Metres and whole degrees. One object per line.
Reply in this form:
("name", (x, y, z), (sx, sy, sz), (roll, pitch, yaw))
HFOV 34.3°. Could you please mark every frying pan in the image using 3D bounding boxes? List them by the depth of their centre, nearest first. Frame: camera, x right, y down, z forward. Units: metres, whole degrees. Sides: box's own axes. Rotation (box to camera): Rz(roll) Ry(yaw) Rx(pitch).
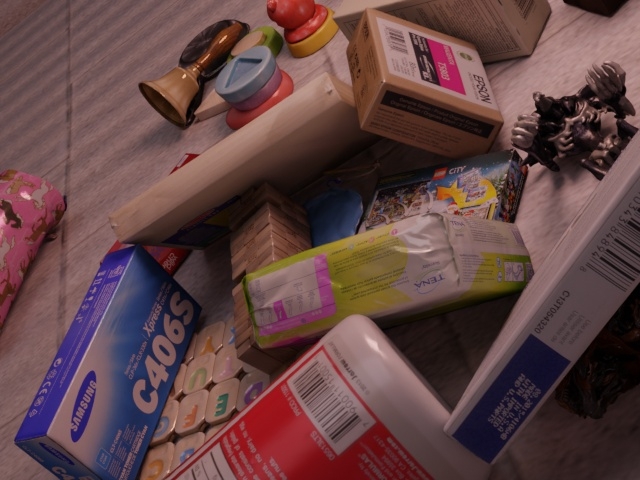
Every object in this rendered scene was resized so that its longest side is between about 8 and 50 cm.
("frying pan", (-0.272, -0.374, 2.266), (0.197, 0.053, 0.326), (0, 49, 47))

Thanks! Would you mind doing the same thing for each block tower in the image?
("block tower", (-0.067, 0.052, 1.481), (0.091, 0.097, 0.335), (-42, 34, 24))

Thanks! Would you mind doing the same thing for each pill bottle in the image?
("pill bottle", (-0.036, 0.289, 1.105), (0.408, 0.229, 0.229), (-42, 33, 2))

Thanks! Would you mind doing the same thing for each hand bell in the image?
("hand bell", (-0.248, -0.363, 2.133), (0.242, 0.126, 0.126), (-50, 34, -15))

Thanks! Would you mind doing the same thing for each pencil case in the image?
("pencil case", (-0.646, 0.044, 2.065), (0.160, 0.167, 0.386), (-38, 27, 48))

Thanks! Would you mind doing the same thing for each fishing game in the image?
("fishing game", (0.000, 0.000, 1.569), (0.189, 0.041, 0.264), (-11, 50, 50))

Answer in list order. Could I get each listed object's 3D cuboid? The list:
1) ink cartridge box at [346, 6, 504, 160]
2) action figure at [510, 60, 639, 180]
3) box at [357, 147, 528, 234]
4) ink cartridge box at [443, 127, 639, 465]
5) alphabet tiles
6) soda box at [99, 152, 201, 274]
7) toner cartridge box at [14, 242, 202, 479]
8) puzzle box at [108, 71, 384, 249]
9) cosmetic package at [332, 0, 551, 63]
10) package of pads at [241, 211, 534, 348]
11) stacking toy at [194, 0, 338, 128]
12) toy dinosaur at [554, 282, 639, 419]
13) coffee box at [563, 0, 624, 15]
("ink cartridge box", (0.148, -0.229, 1.521), (0.234, 0.193, 0.088), (-97, 27, -51))
("action figure", (0.331, -0.144, 1.299), (0.164, 0.141, 0.275), (-44, 36, 1))
("box", (0.161, -0.035, 1.434), (0.233, 0.044, 0.159), (-10, 45, 39))
("ink cartridge box", (0.267, 0.031, 1.044), (0.324, 0.071, 0.330), (-59, -10, 23))
("alphabet tiles", (-0.179, 0.225, 1.514), (0.284, 0.021, 0.278), (-23, 38, 26))
("soda box", (-0.266, -0.027, 1.820), (0.083, 0.092, 0.263), (11, 60, 53))
("toner cartridge box", (-0.297, 0.187, 1.509), (0.075, 0.165, 0.348), (-17, 39, 34))
("puzzle box", (-0.099, -0.108, 1.612), (0.409, 0.272, 0.052), (-31, 77, 16))
("cosmetic package", (0.192, -0.365, 1.673), (0.309, 0.160, 0.113), (-1, 50, 44))
("package of pads", (0.079, 0.050, 1.256), (0.296, 0.229, 0.101), (-20, 77, 31))
("stacking toy", (-0.142, -0.375, 2.052), (0.279, 0.130, 0.309), (2, 53, 46))
("toy dinosaur", (0.363, 0.046, 1.056), (0.322, 0.164, 0.218), (-69, 20, -2))
("coffee box", (0.462, -0.503, 1.540), (0.297, 0.168, 0.119), (-45, 33, -3))
